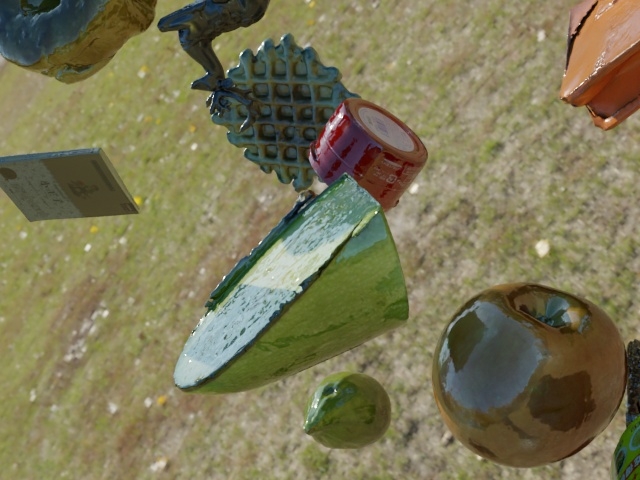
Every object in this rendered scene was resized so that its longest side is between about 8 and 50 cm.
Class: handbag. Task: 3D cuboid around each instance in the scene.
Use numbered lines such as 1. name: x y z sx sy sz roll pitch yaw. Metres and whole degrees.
1. handbag: 0.561 -0.385 1.380 0.410 0.116 0.303 -42 22 51

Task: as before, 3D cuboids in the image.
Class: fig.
1. fig: 0.039 0.334 1.717 0.167 0.233 0.167 -22 53 33

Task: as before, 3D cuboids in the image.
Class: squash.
1. squash: -0.064 0.069 1.120 0.309 0.210 0.233 -18 22 -6

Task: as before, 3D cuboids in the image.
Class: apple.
1. apple: 0.270 0.164 1.113 0.253 0.254 0.253 -42 28 28

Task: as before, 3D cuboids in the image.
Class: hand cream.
1. hand cream: 0.086 -0.154 1.542 0.125 0.193 0.193 -53 23 25

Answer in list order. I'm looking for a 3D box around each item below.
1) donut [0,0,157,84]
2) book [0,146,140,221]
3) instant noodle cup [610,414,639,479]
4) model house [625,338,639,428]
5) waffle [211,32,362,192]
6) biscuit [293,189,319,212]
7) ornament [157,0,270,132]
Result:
1. donut: -0.434 -0.460 1.508 0.361 0.170 0.360 -4 82 25
2. book: -0.385 -0.080 1.281 0.199 0.138 0.016 -3 51 17
3. instant noodle cup: 0.434 0.303 0.884 0.311 0.311 0.221 -45 10 22
4. model house: 0.694 0.318 1.519 0.283 0.317 0.297 -5 40 21
5. waffle: -0.062 -0.258 1.761 0.292 0.309 0.056 -48 2 32
6. biscuit: 0.000 0.000 1.563 0.061 0.118 0.183 -115 27 -83
7. ornament: -0.140 -0.312 1.476 0.202 0.236 0.080 -26 27 -2
